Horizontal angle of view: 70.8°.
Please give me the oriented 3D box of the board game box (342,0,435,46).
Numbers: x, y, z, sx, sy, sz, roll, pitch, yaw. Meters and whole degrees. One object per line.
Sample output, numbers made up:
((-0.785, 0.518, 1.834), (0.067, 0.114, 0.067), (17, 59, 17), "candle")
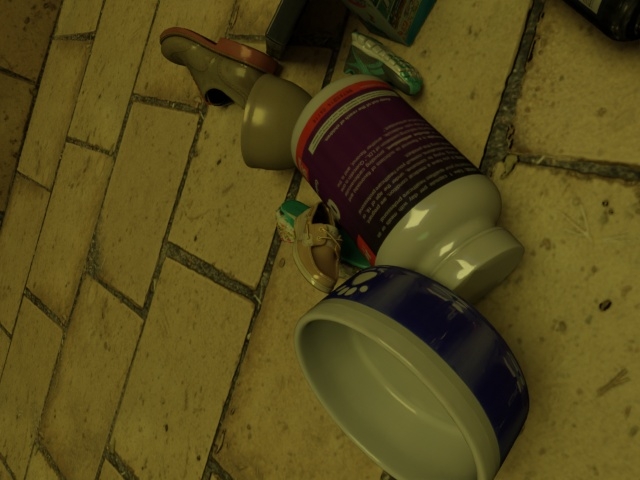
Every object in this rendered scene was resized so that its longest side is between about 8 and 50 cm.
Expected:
((0.082, -0.448, 0.608), (0.097, 0.303, 0.224), (37, 104, 33), "board game box")

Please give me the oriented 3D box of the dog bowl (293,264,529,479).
((0.095, 0.164, 0.529), (0.264, 0.104, 0.265), (33, 143, 29), "dog bowl")

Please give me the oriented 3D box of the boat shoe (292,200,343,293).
((0.000, 0.000, 0.618), (0.059, 0.063, 0.170), (-47, 31, 22), "boat shoe")

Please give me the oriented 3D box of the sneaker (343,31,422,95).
((0.097, -0.269, 0.730), (0.166, 0.064, 0.076), (53, 129, 34), "sneaker")

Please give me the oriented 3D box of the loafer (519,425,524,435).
((0.209, 0.194, 0.576), (0.125, 0.039, 0.045), (61, 150, 30), "loafer")

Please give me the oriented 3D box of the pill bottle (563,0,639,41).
((0.344, -0.306, 0.504), (0.123, 0.122, 0.219), (-42, 61, 23), "pill bottle")

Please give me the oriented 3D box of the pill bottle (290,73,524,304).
((0.106, -0.064, 0.601), (0.181, 0.181, 0.323), (-47, 58, 20), "pill bottle")

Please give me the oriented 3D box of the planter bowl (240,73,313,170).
((-0.053, -0.191, 0.770), (0.109, 0.162, 0.162), (16, 92, 11), "planter bowl")

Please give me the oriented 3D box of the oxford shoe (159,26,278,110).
((-0.244, -0.359, 0.951), (0.348, 0.123, 0.130), (29, 105, 37), "oxford shoe")

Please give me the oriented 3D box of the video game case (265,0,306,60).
((-0.017, -0.447, 0.757), (0.275, 0.035, 0.248), (-60, 14, 12), "video game case")

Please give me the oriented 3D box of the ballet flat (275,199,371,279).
((0.013, 0.011, 0.733), (0.241, 0.091, 0.077), (37, 134, 39), "ballet flat")
